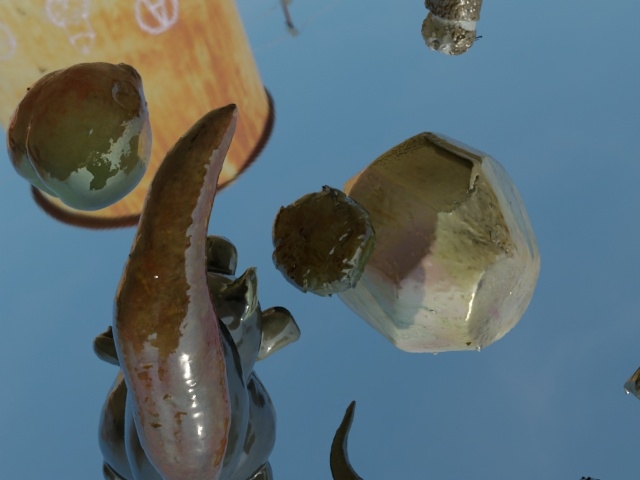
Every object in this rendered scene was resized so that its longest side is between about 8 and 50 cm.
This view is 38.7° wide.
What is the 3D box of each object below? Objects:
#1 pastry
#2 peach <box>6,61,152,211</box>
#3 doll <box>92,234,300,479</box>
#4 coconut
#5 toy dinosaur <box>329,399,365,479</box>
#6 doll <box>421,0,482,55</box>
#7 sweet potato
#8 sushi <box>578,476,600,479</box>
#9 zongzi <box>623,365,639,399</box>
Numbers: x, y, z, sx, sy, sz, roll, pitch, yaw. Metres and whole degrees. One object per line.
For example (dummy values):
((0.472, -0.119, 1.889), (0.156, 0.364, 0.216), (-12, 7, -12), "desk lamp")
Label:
((0.003, 0.002, 1.226), (0.153, 0.153, 0.081), (-2, 178, 24), "pastry")
((-0.335, -0.160, 1.327), (0.233, 0.232, 0.232), (-14, -141, 11), "peach")
((-0.175, 0.216, 1.068), (0.252, 0.382, 0.378), (5, -160, 11), "doll")
((0.175, -0.002, 1.450), (0.353, 0.352, 0.352), (-14, -141, 11), "coconut")
((0.096, 0.234, 0.801), (0.187, 0.087, 0.179), (10, -161, 0), "toy dinosaur")
((0.234, -0.437, 1.623), (0.115, 0.221, 0.105), (-27, -144, -29), "doll")
((-0.081, 0.051, 0.524), (0.058, 0.255, 0.078), (18, -157, 41), "sweet potato")
((0.277, 0.423, 1.064), (0.219, 0.238, 0.225), (-20, -104, -21), "sushi")
((0.538, 0.201, 1.267), (0.176, 0.078, 0.160), (39, -101, 10), "zongzi")
